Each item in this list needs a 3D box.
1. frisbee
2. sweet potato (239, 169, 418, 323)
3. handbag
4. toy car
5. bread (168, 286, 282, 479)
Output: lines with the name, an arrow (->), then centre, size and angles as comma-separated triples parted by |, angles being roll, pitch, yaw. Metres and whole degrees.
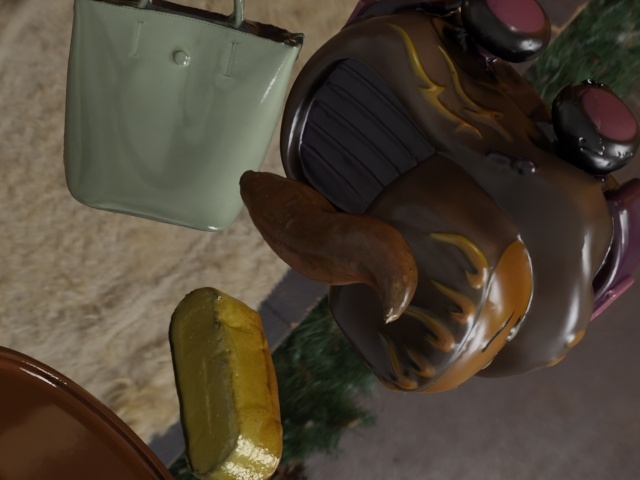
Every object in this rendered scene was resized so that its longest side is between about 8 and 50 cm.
frisbee -> -0.176, 0.166, 0.892 | 0.251, 0.251, 0.021 | 43, 97, 5
sweet potato -> 0.001, -0.002, 0.827 | 0.055, 0.058, 0.202 | -53, 40, -6
handbag -> -0.152, -0.165, 1.309 | 0.241, 0.109, 0.315 | 11, 125, -9
toy car -> 0.087, -0.037, 1.014 | 0.240, 0.271, 0.340 | -28, 71, -40
bread -> -0.107, 0.167, 1.382 | 0.102, 0.094, 0.245 | -35, 47, 23
